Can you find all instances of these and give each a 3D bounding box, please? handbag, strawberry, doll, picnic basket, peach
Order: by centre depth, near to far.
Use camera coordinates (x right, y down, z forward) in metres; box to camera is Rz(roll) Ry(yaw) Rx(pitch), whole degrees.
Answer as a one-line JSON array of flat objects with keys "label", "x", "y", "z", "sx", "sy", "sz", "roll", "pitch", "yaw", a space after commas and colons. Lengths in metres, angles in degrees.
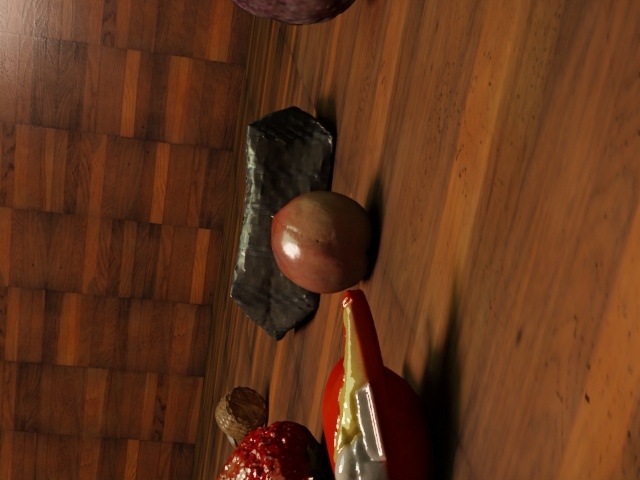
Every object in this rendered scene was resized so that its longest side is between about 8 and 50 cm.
[{"label": "doll", "x": 0.036, "y": 0.121, "z": 0.501, "sx": 0.109, "sy": 0.057, "sz": 0.169, "roll": 80, "pitch": 175, "yaw": -56}, {"label": "peach", "x": 0.001, "y": 0.002, "z": 0.724, "sx": 0.083, "sy": 0.083, "sz": 0.083, "roll": -174, "pitch": 90, "yaw": -81}, {"label": "strawberry", "x": -0.042, "y": 0.202, "z": 0.795, "sx": 0.106, "sy": 0.106, "sz": 0.106, "roll": -174, "pitch": 90, "yaw": -81}, {"label": "handbag", "x": -0.039, "y": -0.022, "z": 1.011, "sx": 0.175, "sy": 0.089, "sz": 0.270, "roll": 122, "pitch": 153, "yaw": -88}, {"label": "picnic basket", "x": -0.110, "y": 0.240, "z": 1.263, "sx": 0.072, "sy": 0.072, "sz": 0.083, "roll": -92, "pitch": 22, "yaw": -43}]

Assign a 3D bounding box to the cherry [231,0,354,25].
[{"label": "cherry", "x": -0.027, "y": -0.283, "z": 0.795, "sx": 0.195, "sy": 0.195, "sz": 0.195, "roll": -174, "pitch": 90, "yaw": -81}]
